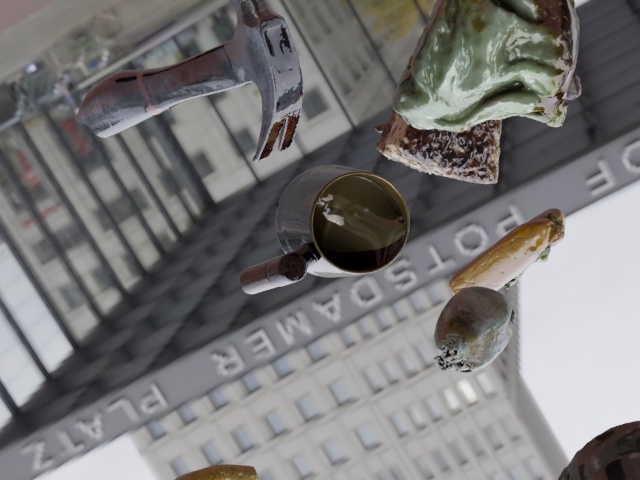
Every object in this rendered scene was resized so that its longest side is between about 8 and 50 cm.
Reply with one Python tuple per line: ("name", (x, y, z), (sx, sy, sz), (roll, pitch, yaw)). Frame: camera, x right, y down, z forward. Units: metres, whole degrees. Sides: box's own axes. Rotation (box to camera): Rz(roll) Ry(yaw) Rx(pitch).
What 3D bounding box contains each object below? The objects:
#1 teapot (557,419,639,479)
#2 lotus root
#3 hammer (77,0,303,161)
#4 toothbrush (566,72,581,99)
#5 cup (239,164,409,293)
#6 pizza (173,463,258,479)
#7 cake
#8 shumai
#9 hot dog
("teapot", (0.480, 0.417, 1.549), (0.376, 0.305, 0.362), (-7, -140, 8))
("lotus root", (0.174, 0.108, 1.445), (0.088, 0.088, 0.165), (-23, -171, 36))
("hammer", (-0.110, -0.117, 0.962), (0.037, 0.137, 0.290), (-27, -169, -35))
("toothbrush", (0.212, -0.325, 1.384), (0.041, 0.364, 0.041), (-26, -175, 2))
("cup", (0.016, 0.006, 1.737), (0.239, 0.166, 0.177), (-58, -167, -5))
("pizza", (-0.151, 0.421, 1.765), (0.154, 0.194, 0.069), (-8, 180, -27))
("cake", (0.176, -0.177, 1.365), (0.246, 0.135, 0.112), (-61, -164, -1))
("shumai", (0.152, -0.157, 1.035), (0.184, 0.142, 0.184), (25, 90, -87))
("hot dog", (0.287, 0.031, 1.873), (0.100, 0.068, 0.249), (-26, 169, -37))
